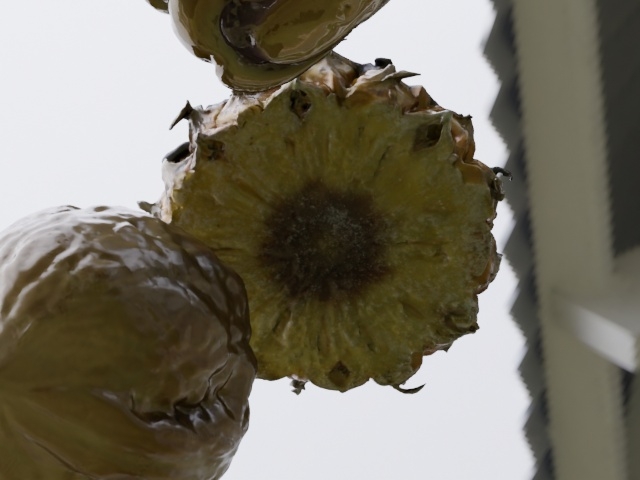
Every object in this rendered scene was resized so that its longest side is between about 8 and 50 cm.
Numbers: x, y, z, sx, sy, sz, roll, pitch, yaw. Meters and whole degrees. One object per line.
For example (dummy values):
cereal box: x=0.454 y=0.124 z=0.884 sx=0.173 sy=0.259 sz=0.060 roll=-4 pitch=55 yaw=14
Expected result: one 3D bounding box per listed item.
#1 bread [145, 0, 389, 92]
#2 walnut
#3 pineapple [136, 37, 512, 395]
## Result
bread: x=-0.051 y=-0.178 z=0.782 sx=0.134 sy=0.225 sz=0.081 roll=-37 pitch=-8 yaw=12
walnut: x=-0.111 y=0.060 z=0.855 sx=0.184 sy=0.155 sz=0.155 roll=3 pitch=-73 yaw=-62
pineapple: x=0.000 y=0.000 z=0.986 sx=0.221 sy=0.047 sz=0.221 roll=2 pitch=-65 yaw=4
